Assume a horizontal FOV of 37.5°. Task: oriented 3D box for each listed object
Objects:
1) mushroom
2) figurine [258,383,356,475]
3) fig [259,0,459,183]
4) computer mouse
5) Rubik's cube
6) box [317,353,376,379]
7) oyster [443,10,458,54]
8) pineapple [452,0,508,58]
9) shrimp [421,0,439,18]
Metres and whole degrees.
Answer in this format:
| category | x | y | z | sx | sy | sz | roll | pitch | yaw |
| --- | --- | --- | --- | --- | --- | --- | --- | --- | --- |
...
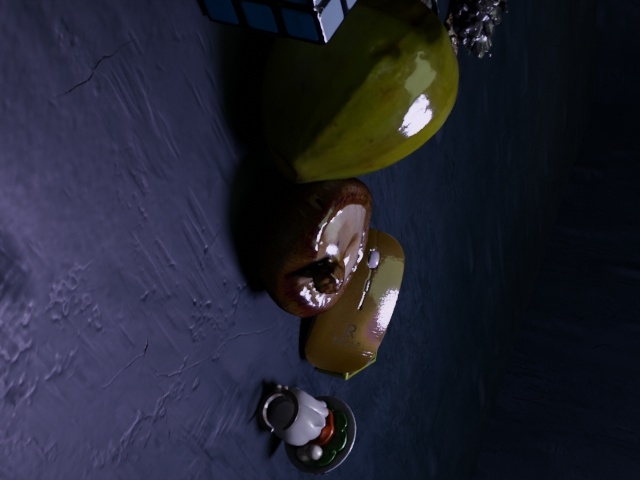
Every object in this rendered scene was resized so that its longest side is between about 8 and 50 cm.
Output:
| category | x | y | z | sx | sy | sz | roll | pitch | yaw |
| --- | --- | --- | --- | --- | --- | --- | --- | --- | --- |
| mushroom | -0.014 | -0.004 | 1.305 | 0.231 | 0.138 | 0.194 | 94 | 15 | -46 |
| figurine | -0.031 | 0.281 | 1.446 | 0.154 | 0.132 | 0.132 | 45 | 60 | -50 |
| fig | 0.039 | -0.186 | 1.186 | 0.271 | 0.239 | 0.239 | -57 | 154 | -9 |
| computer mouse | 0.055 | 0.100 | 1.519 | 0.245 | 0.126 | 0.056 | -70 | -159 | 6 |
| Rubik's cube | -0.040 | -0.327 | 0.998 | 0.163 | 0.162 | 0.160 | -58 | 152 | -25 |
| box | 0.062 | 0.115 | 1.629 | 0.141 | 0.064 | 0.220 | -17 | 119 | -63 |
| oyster | 0.230 | -0.354 | 1.757 | 0.103 | 0.051 | 0.148 | 111 | 4 | -60 |
| pineapple | 0.327 | -0.510 | 1.774 | 0.362 | 0.202 | 0.202 | 88 | 25 | -48 |
| shrimp | 0.178 | -0.352 | 1.675 | 0.198 | 0.051 | 0.261 | -19 | 116 | -65 |
